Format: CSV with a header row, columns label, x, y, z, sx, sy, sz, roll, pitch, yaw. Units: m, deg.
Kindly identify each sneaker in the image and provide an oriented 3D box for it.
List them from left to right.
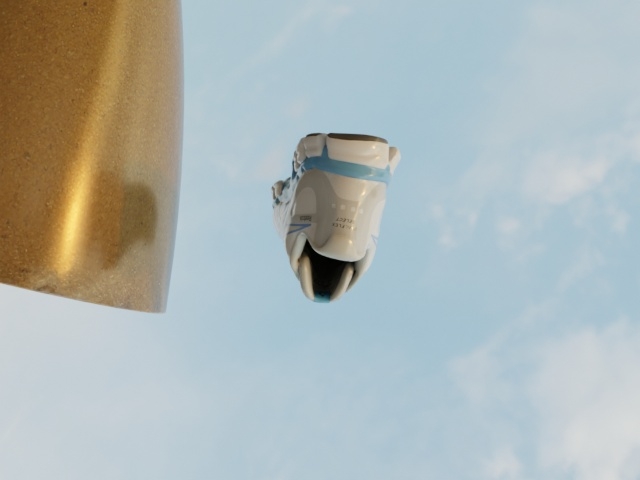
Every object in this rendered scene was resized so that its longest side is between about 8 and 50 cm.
label,x,y,z,sx,sy,sz,roll,pitch,yaw
sneaker,0.000,0.000,0.599,0.071,0.191,0.083,8,-103,-2

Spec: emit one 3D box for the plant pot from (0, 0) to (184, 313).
label,x,y,z,sx,sy,sz,roll,pitch,yaw
plant pot,-0.187,-0.103,0.649,0.237,0.237,0.254,12,-93,48
